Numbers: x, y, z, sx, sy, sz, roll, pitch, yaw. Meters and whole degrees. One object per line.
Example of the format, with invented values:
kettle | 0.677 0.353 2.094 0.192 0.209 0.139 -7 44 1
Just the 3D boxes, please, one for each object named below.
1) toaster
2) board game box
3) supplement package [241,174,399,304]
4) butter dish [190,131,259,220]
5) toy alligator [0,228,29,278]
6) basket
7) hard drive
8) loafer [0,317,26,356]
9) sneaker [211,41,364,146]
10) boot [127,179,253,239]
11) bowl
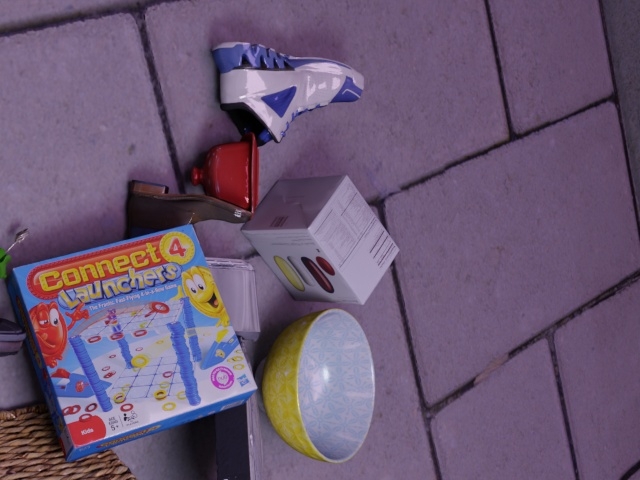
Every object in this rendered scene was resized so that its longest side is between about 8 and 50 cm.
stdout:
toaster | -0.212 0.105 1.995 0.227 0.129 0.146 4 83 -37
board game box | -0.299 0.155 1.790 0.308 0.086 0.301 -16 72 -26
supplement package | 0.000 0.000 2.153 0.203 0.194 0.149 53 56 -29
butter dish | -0.176 -0.115 2.040 0.118 0.160 0.159 1 90 -12
toy alligator | -0.514 0.052 1.749 0.190 0.056 0.051 -41 117 -36
basket | -0.472 0.409 1.760 0.299 0.223 0.213 -6 126 -44
hard drive | -0.137 0.366 1.925 0.237 0.064 0.338 84 0 -52
loafer | -0.589 0.152 1.660 0.303 0.109 0.095 9 102 -38
sneaker | -0.076 -0.262 2.147 0.316 0.127 0.182 5 90 -37
boot | -0.231 -0.032 1.952 0.082 0.219 0.106 22 81 -82
bowl | -0.030 0.275 2.130 0.289 0.156 0.289 14 74 -58
